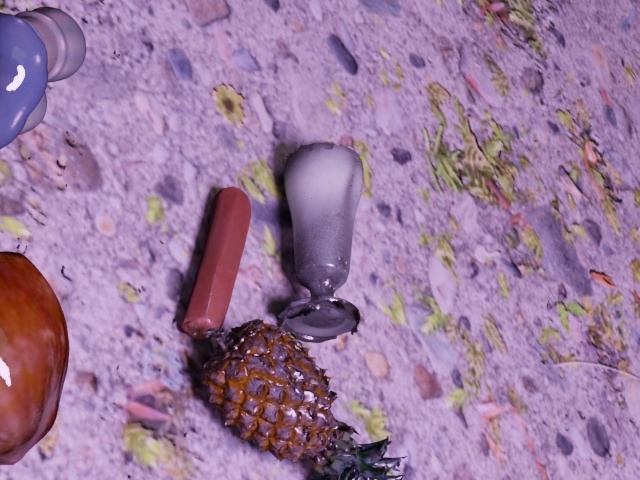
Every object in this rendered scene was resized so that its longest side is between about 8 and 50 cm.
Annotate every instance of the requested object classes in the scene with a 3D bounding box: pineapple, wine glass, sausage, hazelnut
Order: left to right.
[{"bbox_3d":[-0.216,0.073,1.017,0.143,0.154,0.143,4,79,-20],"label":"hazelnut"},{"bbox_3d":[-0.080,0.018,1.299,0.035,0.030,0.147,37,45,-29],"label":"sausage"},{"bbox_3d":[-0.013,0.147,1.259,0.221,0.083,0.103,50,24,-17],"label":"pineapple"},{"bbox_3d":[0.000,0.000,1.372,0.072,0.072,0.155,28,50,-37],"label":"wine glass"}]

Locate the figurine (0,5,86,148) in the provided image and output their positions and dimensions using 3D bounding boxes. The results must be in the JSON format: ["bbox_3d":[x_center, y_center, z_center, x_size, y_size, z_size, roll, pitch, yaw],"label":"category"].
[{"bbox_3d":[-0.237,-0.108,1.001,0.205,0.224,0.382,43,29,10],"label":"figurine"}]
